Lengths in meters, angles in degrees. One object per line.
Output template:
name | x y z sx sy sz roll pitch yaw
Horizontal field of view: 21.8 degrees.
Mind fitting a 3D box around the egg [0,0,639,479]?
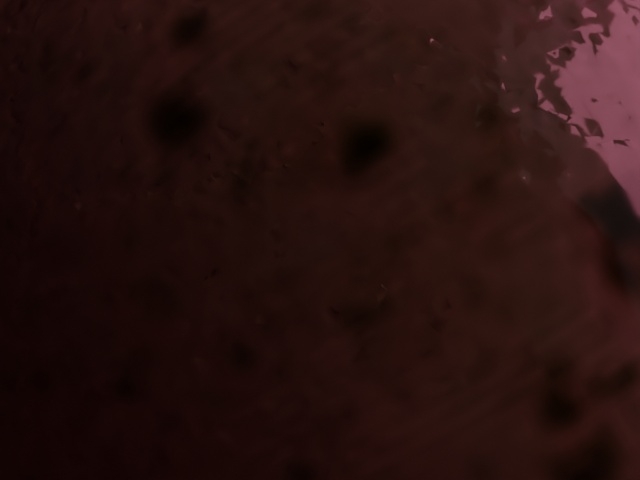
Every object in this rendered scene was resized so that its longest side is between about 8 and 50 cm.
egg | 0.000 0.000 0.498 0.287 0.287 0.379 38 1 -31
